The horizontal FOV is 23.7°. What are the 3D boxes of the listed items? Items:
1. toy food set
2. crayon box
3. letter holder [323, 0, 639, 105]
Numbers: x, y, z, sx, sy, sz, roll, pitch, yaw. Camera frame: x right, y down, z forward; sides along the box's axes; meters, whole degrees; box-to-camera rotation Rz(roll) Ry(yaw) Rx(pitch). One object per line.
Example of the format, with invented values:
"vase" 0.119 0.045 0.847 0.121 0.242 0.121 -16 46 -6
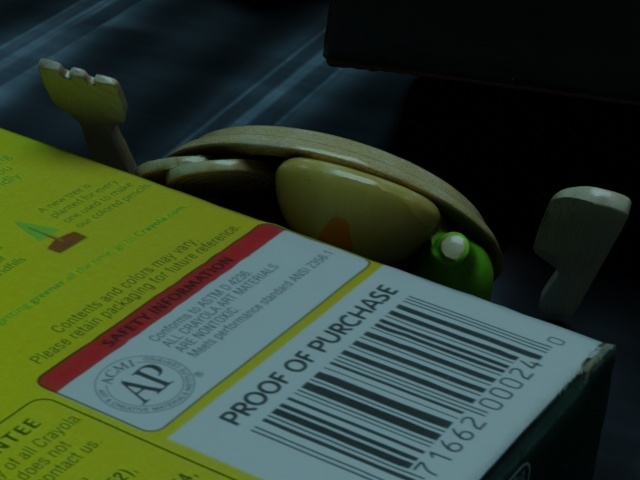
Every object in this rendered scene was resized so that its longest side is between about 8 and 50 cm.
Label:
"toy food set" 0.000 0.000 0.522 0.192 0.132 0.038 14 71 7
"crayon box" -0.105 0.050 0.438 0.319 0.081 0.202 21 34 27
"letter holder" 0.179 -0.125 0.640 0.302 0.152 0.214 9 6 13
